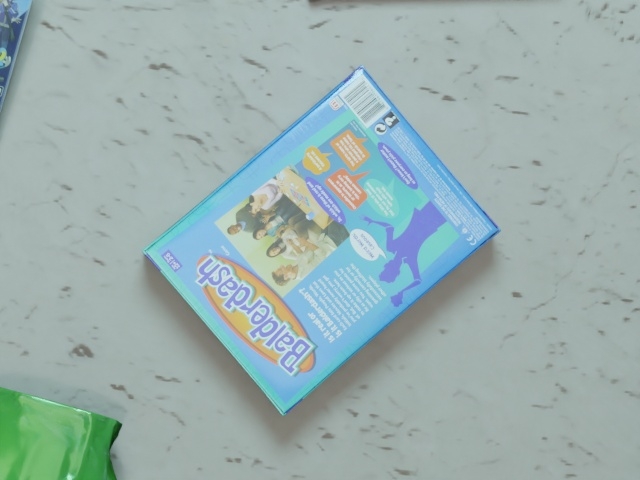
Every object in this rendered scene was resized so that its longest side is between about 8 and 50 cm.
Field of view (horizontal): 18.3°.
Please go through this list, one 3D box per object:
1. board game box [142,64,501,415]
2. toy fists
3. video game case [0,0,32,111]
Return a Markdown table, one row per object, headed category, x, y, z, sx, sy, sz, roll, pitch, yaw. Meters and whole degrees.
| category | x | y | z | sx | sy | sz | roll | pitch | yaw |
| --- | --- | --- | --- | --- | --- | --- | --- | --- | --- |
| board game box | 0.000 | 0.000 | 1.449 | 0.210 | 0.047 | 0.160 | -40 | 93 | -3 |
| toy fists | -0.281 | 0.166 | 1.411 | 0.279 | 0.096 | 0.142 | 16 | 79 | -2 |
| video game case | -0.322 | -0.132 | 1.409 | 0.201 | 0.023 | 0.183 | 15 | 99 | -15 |
